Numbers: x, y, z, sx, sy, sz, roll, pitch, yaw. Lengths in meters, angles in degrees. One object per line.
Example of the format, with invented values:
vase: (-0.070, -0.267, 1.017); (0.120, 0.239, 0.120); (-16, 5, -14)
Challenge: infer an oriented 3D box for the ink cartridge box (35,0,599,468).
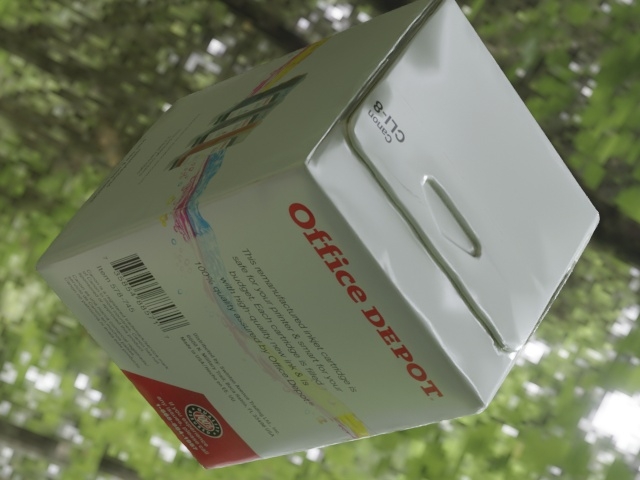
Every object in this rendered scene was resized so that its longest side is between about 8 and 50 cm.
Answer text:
ink cartridge box: (0.000, 0.000, 0.822); (0.176, 0.128, 0.127); (-17, -153, 45)
